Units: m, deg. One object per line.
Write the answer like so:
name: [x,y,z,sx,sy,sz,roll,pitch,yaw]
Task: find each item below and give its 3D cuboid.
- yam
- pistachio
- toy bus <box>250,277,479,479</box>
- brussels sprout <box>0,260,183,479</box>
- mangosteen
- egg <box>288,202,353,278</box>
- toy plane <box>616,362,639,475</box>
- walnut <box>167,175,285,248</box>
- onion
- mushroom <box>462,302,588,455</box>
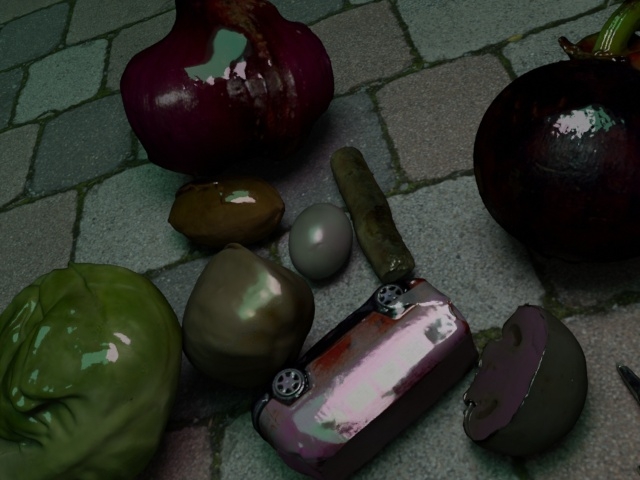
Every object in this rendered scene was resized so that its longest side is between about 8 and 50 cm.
yam: [0.079,-0.052,1.126,0.071,0.067,0.317,-43,42,22]
pistachio: [-0.115,0.104,0.939,0.166,0.197,0.288,-22,4,-31]
toy bus: [0.061,0.183,0.881,0.303,0.127,0.147,-39,51,-14]
brussels sprout: [-0.331,0.185,0.933,0.328,0.247,0.328,-38,36,34]
mangosteen: [0.367,-0.142,0.897,0.306,0.359,0.306,5,27,-3]
egg: [0.000,0.000,1.085,0.103,0.103,0.135,0,52,22]
toy plane: [0.410,0.218,0.740,0.192,0.088,0.262,-1,41,-15]
walnut: [-0.172,-0.052,1.186,0.245,0.137,0.137,-3,50,20]
onion: [-0.180,-0.344,1.219,0.399,0.420,0.398,-6,29,3]
mushroom: [0.258,0.181,0.817,0.117,0.141,0.188,31,73,2]
